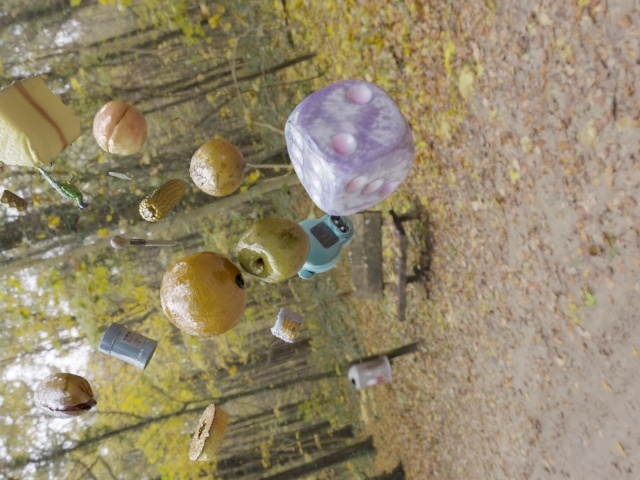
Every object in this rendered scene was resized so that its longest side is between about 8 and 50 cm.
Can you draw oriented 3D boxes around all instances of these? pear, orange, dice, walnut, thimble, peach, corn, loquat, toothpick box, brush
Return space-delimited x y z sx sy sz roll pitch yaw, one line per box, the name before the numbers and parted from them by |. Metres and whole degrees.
pear | -0.148 0.022 1.722 0.211 0.228 0.188 -53 -21 -46
orange | -0.363 0.171 1.676 0.274 0.274 0.274 164 90 -84
dice | 0.077 -0.250 1.459 0.270 0.271 0.270 58 165 22
walnut | -0.755 0.458 1.572 0.137 0.245 0.137 8 -100 -51
thimble | -0.147 0.376 2.371 0.151 0.117 0.127 -43 -22 -85
peach | -0.685 -0.387 1.830 0.184 0.184 0.184 164 90 -84
corn | -0.472 -0.127 1.625 0.231 0.080 0.080 -67 -34 -63
loquat | -0.419 -0.296 2.189 0.235 0.235 0.235 164 90 -84
toothpick box | -0.609 0.335 1.695 0.101 0.153 0.101 -155 90 -85
brush | -0.601 0.005 1.843 0.042 0.039 0.299 30 -166 24

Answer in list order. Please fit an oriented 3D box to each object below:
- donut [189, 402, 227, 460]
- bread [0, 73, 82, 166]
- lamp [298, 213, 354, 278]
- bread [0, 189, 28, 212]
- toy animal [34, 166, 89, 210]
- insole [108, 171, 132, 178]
donut | -0.352 0.614 1.690 0.162 0.065 0.178 -40 29 48
bread | -0.763 -0.250 1.319 0.198 0.236 0.263 55 -164 -24
lamp | 0.000 0.004 2.014 0.209 0.284 0.147 50 178 15
bread | -1.135 -0.144 1.968 0.066 0.060 0.110 33 176 39
toy animal | -0.796 -0.189 1.644 0.217 0.075 0.041 44 157 -15
insole | -0.763 -0.248 2.042 0.193 0.065 0.006 -178 93 -85
